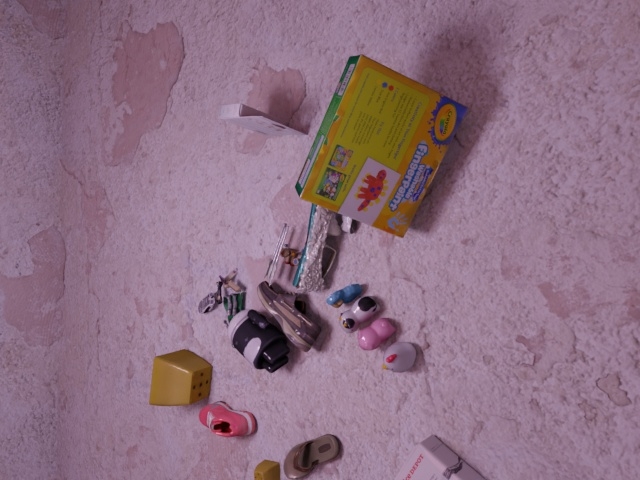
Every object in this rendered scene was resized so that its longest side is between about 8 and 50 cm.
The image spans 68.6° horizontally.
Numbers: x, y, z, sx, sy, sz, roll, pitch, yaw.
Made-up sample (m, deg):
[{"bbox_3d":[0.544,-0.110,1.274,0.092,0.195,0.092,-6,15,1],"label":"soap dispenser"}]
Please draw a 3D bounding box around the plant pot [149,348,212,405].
[{"bbox_3d":[-0.605,0.622,2.085,0.187,0.212,0.212,7,90,24],"label":"plant pot"}]

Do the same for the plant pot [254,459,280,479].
[{"bbox_3d":[-0.216,0.922,1.844,0.081,0.083,0.082,-8,83,35],"label":"plant pot"}]

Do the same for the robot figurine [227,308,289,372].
[{"bbox_3d":[-0.242,0.391,1.851,0.278,0.173,0.209,35,96,32],"label":"robot figurine"}]

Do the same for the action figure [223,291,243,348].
[{"bbox_3d":[-0.373,0.345,2.013,0.137,0.063,0.232,-19,75,41],"label":"action figure"}]

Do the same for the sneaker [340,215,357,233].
[{"bbox_3d":[0.107,-0.103,1.703,0.061,0.053,0.152,20,99,38],"label":"sneaker"}]

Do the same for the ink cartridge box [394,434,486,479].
[{"bbox_3d":[0.377,0.760,1.406,0.273,0.114,0.198,36,107,32],"label":"ink cartridge box"}]

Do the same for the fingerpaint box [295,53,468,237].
[{"bbox_3d":[0.177,-0.284,1.464,0.163,0.371,0.445,-114,46,-69],"label":"fingerpaint box"}]

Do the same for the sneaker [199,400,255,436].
[{"bbox_3d":[-0.425,0.755,1.975,0.313,0.136,0.116,-5,83,36],"label":"sneaker"}]

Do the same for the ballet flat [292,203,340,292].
[{"bbox_3d":[0.000,0.000,1.737,0.147,0.147,0.409,19,101,35],"label":"ballet flat"}]

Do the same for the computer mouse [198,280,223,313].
[{"bbox_3d":[-0.488,0.269,2.106,0.193,0.042,0.106,-40,50,36],"label":"computer mouse"}]

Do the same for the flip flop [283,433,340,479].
[{"bbox_3d":[-0.045,0.800,1.730,0.277,0.080,0.112,-37,66,28],"label":"flip flop"}]

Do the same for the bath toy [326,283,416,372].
[{"bbox_3d":[0.168,0.304,1.584,0.348,0.129,0.151,48,113,28],"label":"bath toy"}]

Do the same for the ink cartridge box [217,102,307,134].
[{"bbox_3d":[-0.220,-0.469,1.829,0.239,0.275,0.060,7,91,36],"label":"ink cartridge box"}]

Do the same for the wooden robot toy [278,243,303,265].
[{"bbox_3d":[-0.123,0.061,1.841,0.173,0.079,0.076,16,96,36],"label":"wooden robot toy"}]

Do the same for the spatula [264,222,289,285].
[{"bbox_3d":[-0.177,0.049,1.860,0.168,0.019,0.242,-143,71,-77],"label":"spatula"}]

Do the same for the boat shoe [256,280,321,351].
[{"bbox_3d":[-0.115,0.270,1.811,0.130,0.132,0.355,-43,56,-3],"label":"boat shoe"}]

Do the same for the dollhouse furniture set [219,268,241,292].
[{"bbox_3d":[-0.366,0.181,2.042,0.114,0.091,0.081,33,61,26],"label":"dollhouse furniture set"}]
